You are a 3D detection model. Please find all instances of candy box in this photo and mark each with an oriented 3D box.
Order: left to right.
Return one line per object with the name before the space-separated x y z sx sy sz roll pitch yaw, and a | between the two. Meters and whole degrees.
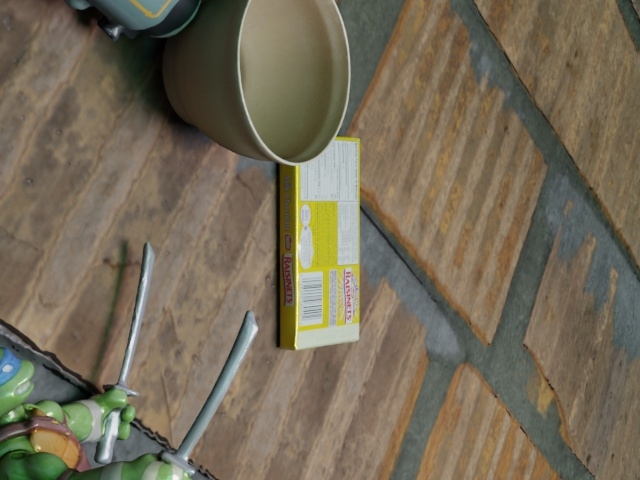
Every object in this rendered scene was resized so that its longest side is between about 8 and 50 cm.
candy box | 0.000 0.000 1.098 0.105 0.027 0.205 -2 92 -55

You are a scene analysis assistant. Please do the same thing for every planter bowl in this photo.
planter bowl | -0.063 -0.143 0.945 0.162 0.109 0.162 -5 96 -57

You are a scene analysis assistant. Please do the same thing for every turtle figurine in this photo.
turtle figurine | -0.129 0.173 0.797 0.275 0.198 0.266 -31 117 -44

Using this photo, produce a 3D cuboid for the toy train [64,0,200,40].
toy train | -0.148 -0.259 0.765 0.190 0.142 0.334 -50 157 2
